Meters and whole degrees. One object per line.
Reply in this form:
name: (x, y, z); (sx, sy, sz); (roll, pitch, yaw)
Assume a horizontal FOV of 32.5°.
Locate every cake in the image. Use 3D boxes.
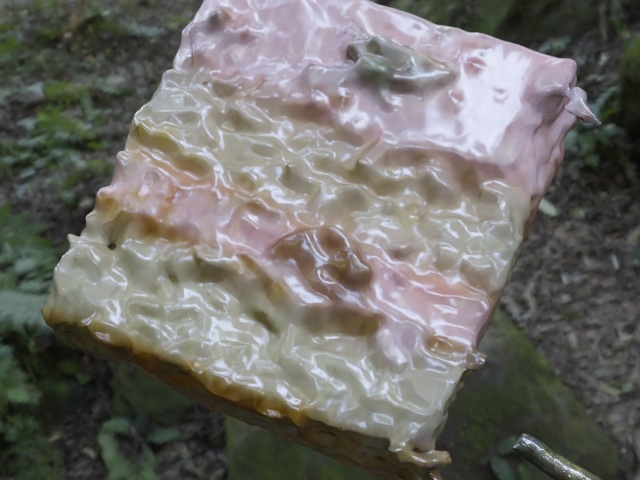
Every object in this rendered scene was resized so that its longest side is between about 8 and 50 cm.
cake: (0.000, 0.000, 0.851); (0.293, 0.314, 0.306); (87, -155, -74)

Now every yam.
yam: (0.286, 0.251, 1.037); (0.029, 0.234, 0.027); (-57, -4, -17)

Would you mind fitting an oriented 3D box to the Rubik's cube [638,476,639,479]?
Rubik's cube: (0.287, 0.278, 0.429); (0.347, 0.347, 0.344); (22, -11, 5)
